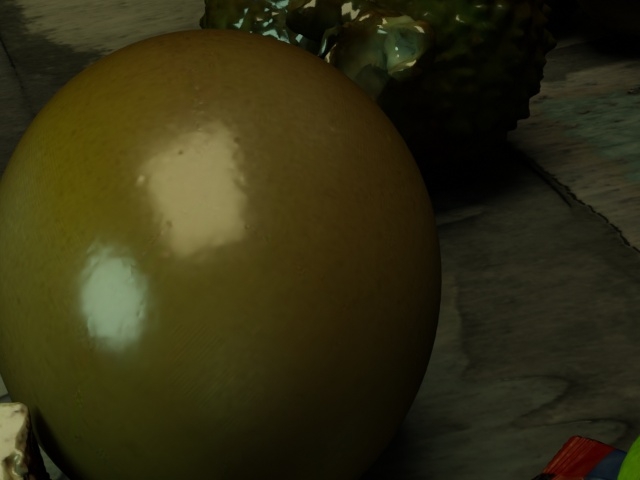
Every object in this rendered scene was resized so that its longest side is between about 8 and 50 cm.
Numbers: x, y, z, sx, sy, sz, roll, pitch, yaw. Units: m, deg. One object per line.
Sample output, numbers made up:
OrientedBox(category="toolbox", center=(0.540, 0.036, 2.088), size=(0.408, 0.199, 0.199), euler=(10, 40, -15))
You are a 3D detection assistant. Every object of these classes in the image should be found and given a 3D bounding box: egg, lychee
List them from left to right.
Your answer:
OrientedBox(category="egg", center=(-0.057, 0.023, 0.963), size=(0.250, 0.250, 0.322), euler=(-9, 35, -1))
OrientedBox(category="lychee", center=(0.040, -0.162, 1.351), size=(0.270, 0.270, 0.320), euler=(-2, -14, 15))

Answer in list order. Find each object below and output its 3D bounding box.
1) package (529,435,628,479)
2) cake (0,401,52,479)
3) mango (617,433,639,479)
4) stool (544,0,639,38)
OrientedBox(category="package", center=(0.189, 0.143, 0.887), size=(0.200, 0.022, 0.083), euler=(13, 31, 39))
OrientedBox(category="cake", center=(-0.190, 0.174, 0.807), size=(0.112, 0.135, 0.246), euler=(-5, 24, 5))
OrientedBox(category="mango", center=(0.300, 0.112, 0.753), size=(0.343, 0.156, 0.192), euler=(-1, 26, 14))
OrientedBox(category="stool", center=(0.275, -0.275, 1.618), size=(0.264, 0.179, 0.179), euler=(10, 29, 34))
